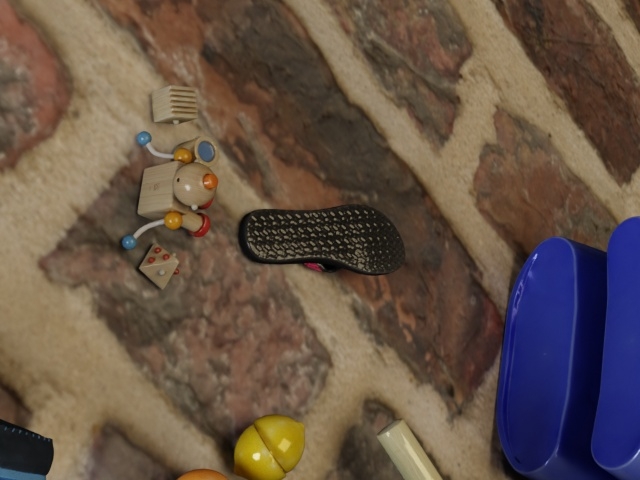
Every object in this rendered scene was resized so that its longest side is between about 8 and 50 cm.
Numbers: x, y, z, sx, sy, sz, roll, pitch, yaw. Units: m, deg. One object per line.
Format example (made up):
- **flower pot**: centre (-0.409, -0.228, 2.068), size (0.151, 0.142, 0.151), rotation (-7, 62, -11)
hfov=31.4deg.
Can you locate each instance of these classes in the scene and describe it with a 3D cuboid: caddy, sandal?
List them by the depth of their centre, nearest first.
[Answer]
- **sandal**: centre (0.000, 0.000, 1.071), size (0.179, 0.040, 0.067), rotation (5, 72, -30)
- **caddy**: centre (0.335, 0.139, 1.229), size (0.179, 0.241, 0.341), rotation (25, 64, -32)

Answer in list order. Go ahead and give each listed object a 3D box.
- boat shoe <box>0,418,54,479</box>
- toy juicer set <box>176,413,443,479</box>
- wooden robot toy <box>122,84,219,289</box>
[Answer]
- **boat shoe**: centre (-0.278, 0.096, 0.720), size (0.258, 0.109, 0.089), rotation (28, 59, -40)
- **toy juicer set**: centre (-0.002, 0.251, 0.982), size (0.329, 0.089, 0.209), rotation (-7, 73, -37)
- **wooden robot toy**: centre (-0.105, -0.048, 0.941), size (0.076, 0.079, 0.173), rotation (20, 68, -41)
